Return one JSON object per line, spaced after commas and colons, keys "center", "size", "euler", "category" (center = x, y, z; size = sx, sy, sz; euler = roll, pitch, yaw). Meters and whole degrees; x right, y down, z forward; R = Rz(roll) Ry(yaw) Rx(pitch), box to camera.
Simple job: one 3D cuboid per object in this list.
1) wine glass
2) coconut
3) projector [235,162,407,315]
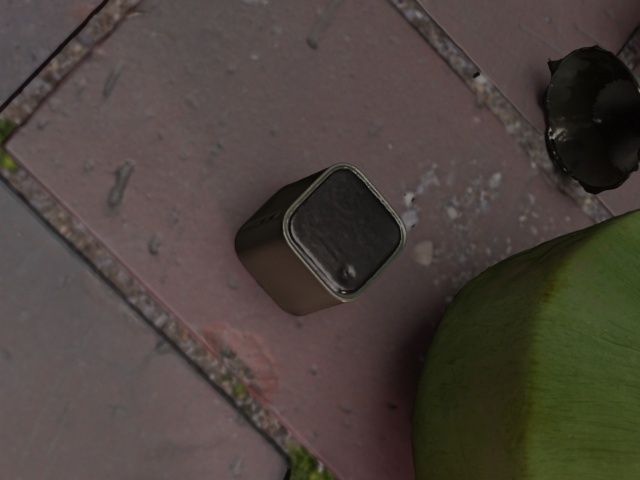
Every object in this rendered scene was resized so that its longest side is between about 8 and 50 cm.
{"center": [0.284, -0.112, 1.456], "size": [0.183, 0.122, 0.122], "euler": [-14, 87, -34], "category": "wine glass"}
{"center": [0.217, 0.128, 1.249], "size": [0.328, 0.328, 0.281], "euler": [-44, 103, -27], "category": "coconut"}
{"center": [0.000, 0.000, 1.299], "size": [0.083, 0.082, 0.083], "euler": [49, 64, -11], "category": "projector"}
